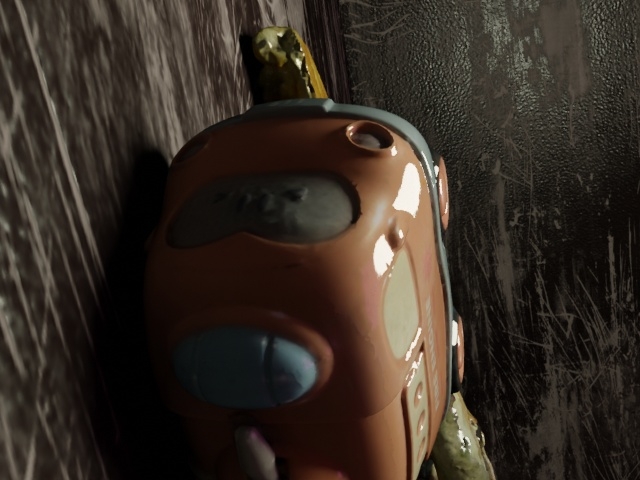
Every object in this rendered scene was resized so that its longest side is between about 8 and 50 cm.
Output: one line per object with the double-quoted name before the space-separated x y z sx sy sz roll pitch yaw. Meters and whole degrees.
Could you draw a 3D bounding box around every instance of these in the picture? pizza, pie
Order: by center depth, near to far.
"pie" 0.162 0.221 0.973 0.337 0.075 0.337 -22 90 -83
"pizza" -0.024 -0.171 0.984 0.268 0.087 0.257 -82 159 -67

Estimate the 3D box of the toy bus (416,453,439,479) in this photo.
"toy bus" 0.117 0.471 1.083 0.202 0.177 0.365 -43 127 -74

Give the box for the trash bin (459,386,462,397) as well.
"trash bin" 0.170 0.273 1.573 0.250 0.219 0.219 -94 177 -79

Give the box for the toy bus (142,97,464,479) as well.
"toy bus" -0.014 0.065 0.489 0.232 0.194 0.287 -64 149 -55
